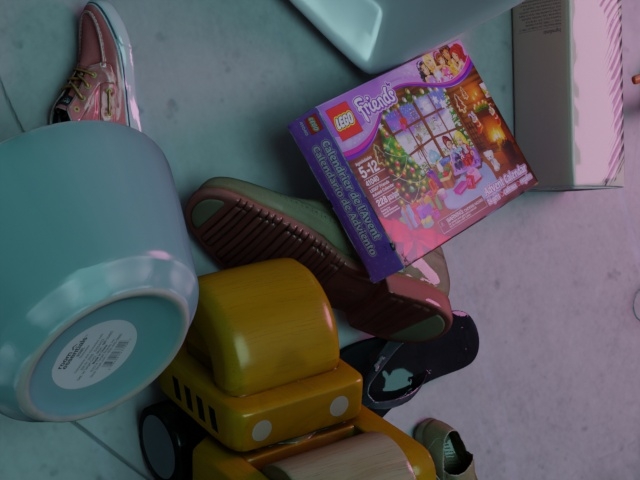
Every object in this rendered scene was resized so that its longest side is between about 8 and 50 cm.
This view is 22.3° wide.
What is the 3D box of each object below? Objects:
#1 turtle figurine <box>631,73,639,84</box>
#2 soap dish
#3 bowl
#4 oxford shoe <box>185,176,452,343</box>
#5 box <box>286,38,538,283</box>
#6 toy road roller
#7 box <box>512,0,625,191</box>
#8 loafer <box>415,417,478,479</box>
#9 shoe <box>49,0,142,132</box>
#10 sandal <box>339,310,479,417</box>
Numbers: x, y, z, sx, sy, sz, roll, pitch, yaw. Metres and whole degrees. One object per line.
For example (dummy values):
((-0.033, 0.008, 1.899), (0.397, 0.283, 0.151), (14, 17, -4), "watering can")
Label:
((0.493, -0.159, 2.157), (0.269, 0.087, 0.217), (-16, 105, -41), "turtle figurine")
((0.096, -0.326, 1.803), (0.229, 0.291, 0.118), (42, 48, -24), "soap dish")
((-0.238, 0.054, 1.538), (0.311, 0.163, 0.311), (-28, 148, -19), "bowl")
((0.000, 0.000, 1.842), (0.348, 0.123, 0.130), (28, 48, -28), "oxford shoe")
((0.112, -0.097, 1.856), (0.293, 0.057, 0.201), (-31, 91, -47), "box")
((-0.042, 0.165, 1.668), (0.202, 0.329, 0.241), (-14, 119, -32), "toy road roller")
((0.309, -0.199, 2.026), (0.094, 0.113, 0.275), (-1, 91, -34), "box")
((0.161, 0.282, 1.955), (0.056, 0.050, 0.148), (-37, 108, -28), "loafer")
((-0.241, -0.160, 1.698), (0.081, 0.063, 0.178), (-16, 102, -37), "shoe")
((0.091, 0.149, 1.910), (0.254, 0.054, 0.097), (-30, 104, -30), "sandal")
